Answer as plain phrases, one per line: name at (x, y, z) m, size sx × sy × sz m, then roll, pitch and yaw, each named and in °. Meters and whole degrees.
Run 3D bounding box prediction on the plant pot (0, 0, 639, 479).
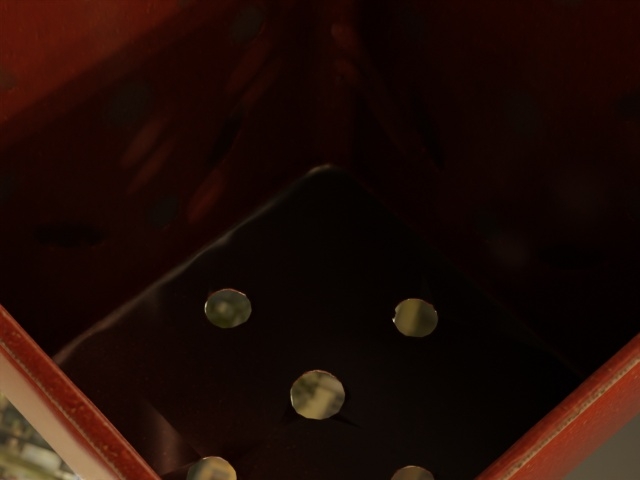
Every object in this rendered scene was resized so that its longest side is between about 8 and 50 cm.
plant pot at (0.000, 0.000, 0.511) m, size 0.267 × 0.267 × 0.235 m, roll -36°, pitch 153°, yaw -24°
